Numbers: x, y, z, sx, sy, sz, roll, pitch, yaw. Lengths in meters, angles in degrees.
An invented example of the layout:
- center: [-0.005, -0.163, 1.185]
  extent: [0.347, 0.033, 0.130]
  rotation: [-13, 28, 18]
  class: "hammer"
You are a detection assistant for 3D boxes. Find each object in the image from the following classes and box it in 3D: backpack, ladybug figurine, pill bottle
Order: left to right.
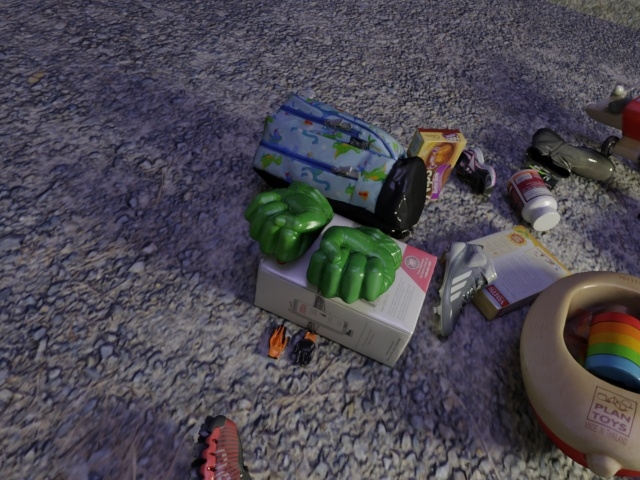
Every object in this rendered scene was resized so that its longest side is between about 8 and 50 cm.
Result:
- center: [0.036, -0.157, 1.082]
  extent: [0.356, 0.273, 0.290]
  rotation: [9, 7, 18]
  class: "backpack"
- center: [0.529, -0.099, 1.276]
  extent: [0.086, 0.086, 0.151]
  rotation: [2, 47, -14]
  class: "pill bottle"
- center: [0.495, 0.224, 0.882]
  extent: [0.305, 0.161, 0.449]
  rotation: [21, 40, 26]
  class: "ladybug figurine"

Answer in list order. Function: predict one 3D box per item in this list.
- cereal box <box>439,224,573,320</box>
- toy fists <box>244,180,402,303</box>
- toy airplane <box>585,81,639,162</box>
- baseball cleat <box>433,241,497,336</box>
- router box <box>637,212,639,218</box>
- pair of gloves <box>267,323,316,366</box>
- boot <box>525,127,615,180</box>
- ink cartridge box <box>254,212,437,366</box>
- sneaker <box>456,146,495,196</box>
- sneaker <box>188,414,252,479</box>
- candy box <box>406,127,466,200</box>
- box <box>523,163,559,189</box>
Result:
- center: [0.402, 0.062, 1.113]
  extent: [0.240, 0.047, 0.173]
  rotation: [-15, 52, -26]
  class: "cereal box"
- center: [0.000, 0.000, 0.862]
  extent: [0.279, 0.096, 0.142]
  rotation: [35, 50, 16]
  class: "toy fists"
- center: [0.966, -0.303, 1.409]
  extent: [0.387, 0.272, 0.384]
  rotation: [24, 16, 5]
  class: "toy airplane"
- center: [0.284, 0.091, 0.999]
  extent: [0.110, 0.072, 0.205]
  rotation: [5, 63, 18]
  class: "baseball cleat"
- center: [0.942, -0.064, 1.322]
  extent: [0.179, 0.133, 0.046]
  rotation: [41, 52, 22]
  class: "router box"
- center: [-0.050, 0.183, 0.899]
  extent: [0.084, 0.010, 0.074]
  rotation: [18, 44, -2]
  class: "pair of gloves"
- center: [0.679, -0.207, 1.409]
  extent: [0.247, 0.083, 0.161]
  rotation: [29, 42, 7]
  class: "boot"
- center: [0.048, 0.072, 0.956]
  extent: [0.283, 0.117, 0.207]
  rotation: [24, 46, 8]
  class: "ink cartridge box"
- center: [0.394, -0.175, 1.337]
  extent: [0.077, 0.071, 0.178]
  rotation: [-4, 39, -3]
  class: "sneaker"
- center: [-0.105, 0.359, 0.654]
  extent: [0.135, 0.097, 0.275]
  rotation: [2, 49, -13]
  class: "sneaker"
- center: [0.248, -0.173, 1.198]
  extent: [0.109, 0.186, 0.053]
  rotation: [-2, 49, -18]
  class: "candy box"
- center: [0.574, -0.155, 1.366]
  extent: [0.083, 0.052, 0.062]
  rotation: [39, 48, 20]
  class: "box"
